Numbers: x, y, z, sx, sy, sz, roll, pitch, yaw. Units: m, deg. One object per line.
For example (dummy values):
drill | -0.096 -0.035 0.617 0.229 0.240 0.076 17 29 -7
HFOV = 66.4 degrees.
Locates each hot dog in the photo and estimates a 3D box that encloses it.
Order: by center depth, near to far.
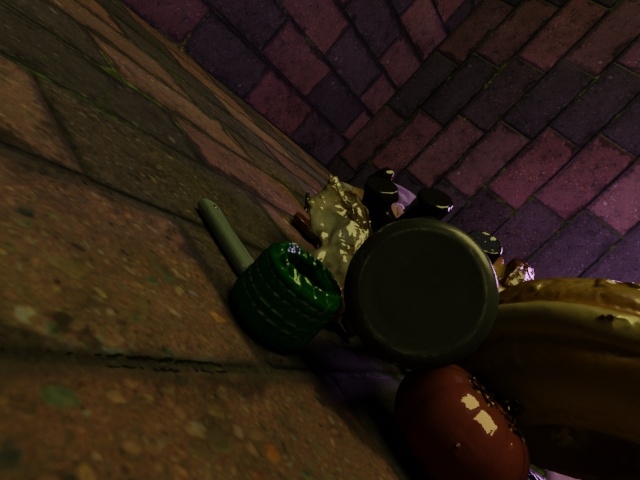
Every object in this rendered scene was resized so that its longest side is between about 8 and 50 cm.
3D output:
hot dog | 0.408 0.163 1.172 0.185 0.223 0.405 46 -17 17

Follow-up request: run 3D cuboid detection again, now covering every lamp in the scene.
lamp | 0.176 0.228 0.600 0.182 0.140 0.182 45 5 -5

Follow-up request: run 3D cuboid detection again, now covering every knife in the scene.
knife | -0.125 -0.001 0.680 0.044 0.023 0.162 27 19 -52

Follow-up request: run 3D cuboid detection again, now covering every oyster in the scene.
oyster | 0.026 0.016 0.861 0.337 0.133 0.197 -79 156 -57

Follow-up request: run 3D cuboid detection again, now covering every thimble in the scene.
thimble | -0.038 0.061 0.575 0.118 0.090 0.130 33 15 -31

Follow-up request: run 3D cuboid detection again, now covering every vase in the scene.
vase | 0.131 0.089 0.693 0.173 0.173 0.321 47 -3 15

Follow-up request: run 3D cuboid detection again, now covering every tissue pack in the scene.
tissue pack | 0.184 -0.094 1.591 0.238 0.238 0.306 49 21 27

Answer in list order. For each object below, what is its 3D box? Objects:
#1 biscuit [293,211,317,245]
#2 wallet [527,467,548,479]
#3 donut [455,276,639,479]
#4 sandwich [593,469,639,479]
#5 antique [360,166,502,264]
biscuit | 0.000 0.000 1.168 0.175 0.026 0.124 43 9 -7
wallet | 0.339 0.401 0.808 0.245 0.052 0.168 41 7 -3
donut | 0.400 0.215 0.703 0.449 0.198 0.448 18 -32 12
sandwich | 0.337 0.410 0.604 0.108 0.220 0.185 -116 -166 -70
antique | 0.174 0.027 1.013 0.185 0.255 0.322 -17 51 -34
